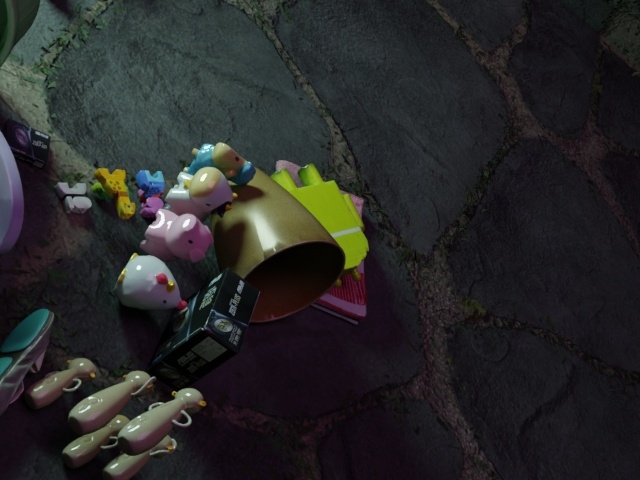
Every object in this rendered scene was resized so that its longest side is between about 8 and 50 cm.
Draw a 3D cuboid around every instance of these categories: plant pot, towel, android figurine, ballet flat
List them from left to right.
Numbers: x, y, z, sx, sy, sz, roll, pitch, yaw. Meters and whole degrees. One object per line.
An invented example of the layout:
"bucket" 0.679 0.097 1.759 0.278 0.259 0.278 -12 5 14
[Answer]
"ballet flat" -0.473 0.195 1.688 0.068 0.072 0.213 67 32 -29
"plant pot" -0.111 -0.013 2.088 0.237 0.237 0.254 5 45 -43
"towel" 0.000 0.000 2.314 0.237 0.037 0.329 24 48 -30
"android figurine" 0.000 -0.030 2.267 0.248 0.056 0.273 -17 75 -46

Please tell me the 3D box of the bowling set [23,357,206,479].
"bowling set" -0.315 0.306 1.700 0.154 0.287 0.200 -32 130 -44

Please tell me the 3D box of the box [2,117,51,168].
"box" -0.523 -0.171 1.927 0.083 0.018 0.067 24 48 -31

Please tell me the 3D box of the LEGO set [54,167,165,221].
"LEGO set" -0.355 -0.072 1.971 0.227 0.087 0.093 0 62 -44

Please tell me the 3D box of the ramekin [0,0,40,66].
"ramekin" -0.617 -0.423 1.805 0.303 0.303 0.148 43 33 -13

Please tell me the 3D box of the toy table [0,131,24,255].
"toy table" -0.585 -0.104 1.660 0.274 0.252 0.161 51 20 20

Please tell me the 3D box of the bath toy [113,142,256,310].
"bath toy" -0.240 -0.015 1.943 0.129 0.151 0.348 29 59 -6

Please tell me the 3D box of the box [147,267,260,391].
"box" -0.202 0.156 1.881 0.077 0.180 0.147 38 42 -19
